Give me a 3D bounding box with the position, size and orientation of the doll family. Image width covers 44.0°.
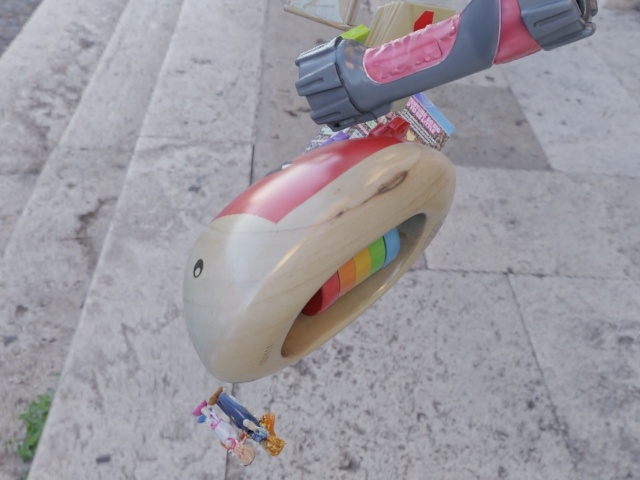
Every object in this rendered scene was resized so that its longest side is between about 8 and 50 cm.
[{"bbox_3d":[-0.141,0.350,1.498,0.163,0.263,0.118,42,75,7],"label":"doll family"}]

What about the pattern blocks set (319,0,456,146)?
[{"bbox_3d":[0.103,-0.252,1.110,0.026,0.324,0.285,44,25,26],"label":"pattern blocks set"}]

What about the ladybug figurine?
[{"bbox_3d":[0.000,0.000,0.995,0.162,0.305,0.449,42,47,20],"label":"ladybug figurine"}]

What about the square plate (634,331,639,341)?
[{"bbox_3d":[0.703,0.068,1.361,0.049,0.347,0.344,52,7,19],"label":"square plate"}]

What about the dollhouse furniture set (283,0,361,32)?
[{"bbox_3d":[0.057,-0.468,1.367,0.303,0.173,0.355,23,21,12],"label":"dollhouse furniture set"}]

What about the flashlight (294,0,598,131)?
[{"bbox_3d":[0.111,-0.202,0.789,0.304,0.103,0.103,-12,-16,34],"label":"flashlight"}]

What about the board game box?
[{"bbox_3d":[0.131,-0.226,1.846,0.291,0.232,0.141,-55,29,-12],"label":"board game box"}]
